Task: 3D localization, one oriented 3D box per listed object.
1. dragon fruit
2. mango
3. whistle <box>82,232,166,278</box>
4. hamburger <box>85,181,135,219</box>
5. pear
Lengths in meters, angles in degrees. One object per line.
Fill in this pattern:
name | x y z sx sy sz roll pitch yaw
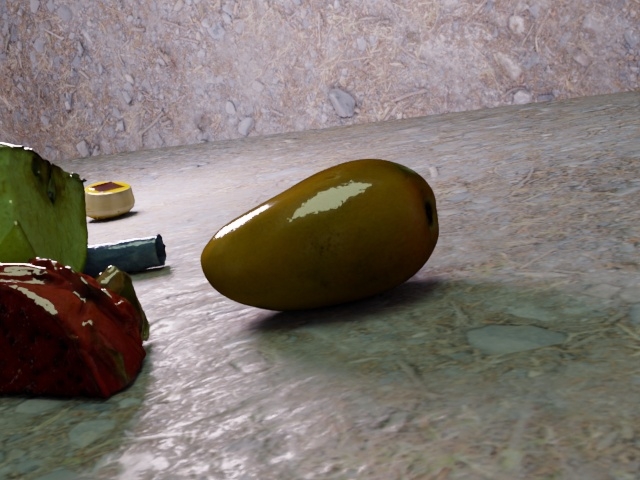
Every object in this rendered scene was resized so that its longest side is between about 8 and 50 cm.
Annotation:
dragon fruit | -0.332 0.081 1.071 0.317 0.152 0.205 -5 13 27
mango | 0.000 0.000 1.129 0.317 0.173 0.211 -17 13 -1
whistle | -0.420 0.040 1.516 0.304 0.062 0.062 -9 13 5
hamburger | -0.520 -0.095 2.138 0.141 0.081 0.126 9 22 23
pear | -0.479 -0.002 1.413 0.164 0.255 0.238 -18 -15 13
